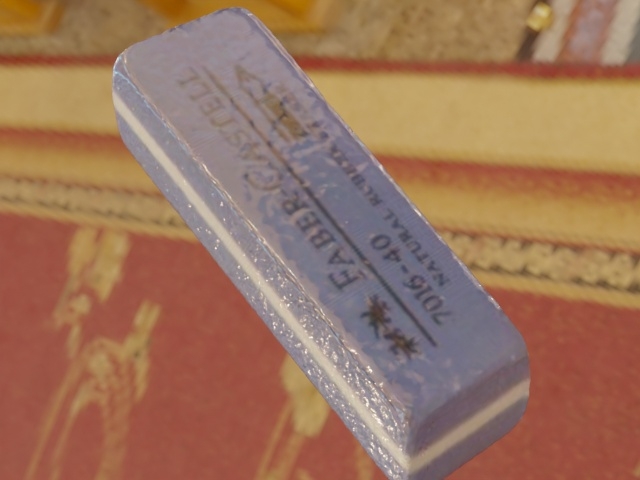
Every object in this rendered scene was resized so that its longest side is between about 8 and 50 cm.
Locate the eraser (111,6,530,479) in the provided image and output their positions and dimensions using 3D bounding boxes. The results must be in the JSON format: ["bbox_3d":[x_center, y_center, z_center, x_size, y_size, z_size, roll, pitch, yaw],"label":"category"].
[{"bbox_3d":[0.000,0.000,0.821,0.225,0.082,0.036,51,141,15],"label":"eraser"}]
